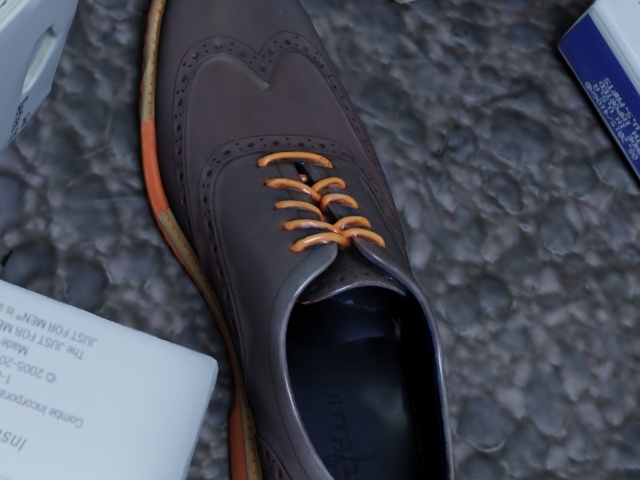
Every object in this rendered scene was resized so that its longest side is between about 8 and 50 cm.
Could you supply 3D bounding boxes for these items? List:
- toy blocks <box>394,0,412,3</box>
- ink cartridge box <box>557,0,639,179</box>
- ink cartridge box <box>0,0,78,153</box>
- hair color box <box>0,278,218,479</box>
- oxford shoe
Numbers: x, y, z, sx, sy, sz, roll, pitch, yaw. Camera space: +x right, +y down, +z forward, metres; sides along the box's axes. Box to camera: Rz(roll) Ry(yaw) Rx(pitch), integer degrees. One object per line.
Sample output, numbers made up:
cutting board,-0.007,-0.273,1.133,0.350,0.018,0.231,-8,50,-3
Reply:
toy blocks,0.141,-0.287,0.607,0.260,0.309,0.289,-14,75,-16
ink cartridge box,0.251,-0.044,0.698,0.224,0.045,0.223,-25,79,-26
ink cartridge box,-0.192,-0.106,0.513,0.208,0.153,0.087,34,64,-2
hair color box,-0.176,0.184,0.427,0.185,0.113,0.374,21,64,-10
oxford shoe,0.000,0.000,0.566,0.097,0.098,0.271,-11,73,-22
